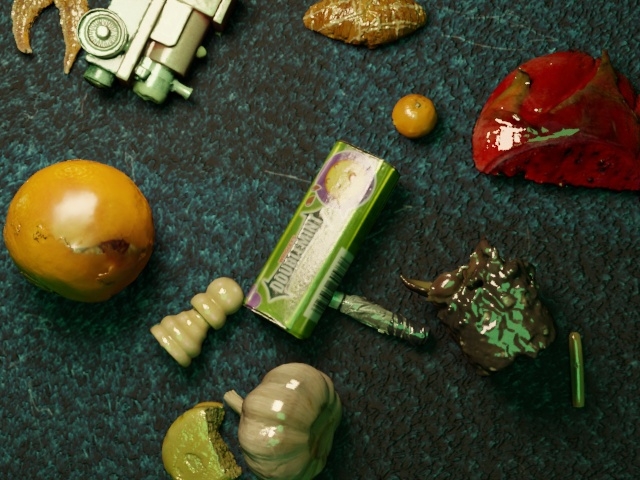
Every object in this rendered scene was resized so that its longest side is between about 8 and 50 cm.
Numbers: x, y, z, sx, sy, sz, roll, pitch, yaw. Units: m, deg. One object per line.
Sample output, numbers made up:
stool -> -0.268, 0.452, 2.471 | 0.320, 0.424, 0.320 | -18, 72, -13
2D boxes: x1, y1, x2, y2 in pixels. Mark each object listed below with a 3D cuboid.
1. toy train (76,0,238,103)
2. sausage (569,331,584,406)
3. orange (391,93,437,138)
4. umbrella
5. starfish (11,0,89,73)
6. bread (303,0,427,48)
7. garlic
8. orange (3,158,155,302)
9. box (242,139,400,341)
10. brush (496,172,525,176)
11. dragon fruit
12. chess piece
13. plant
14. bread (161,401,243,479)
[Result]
toy train -> -0.296, -0.390, 1.469 | 0.221, 0.150, 0.304 | 26, 90, -9
sausage -> 0.456, 0.229, 1.447 | 0.024, 0.024, 0.132 | -1, 85, 1
orange -> 0.171, -0.226, 1.476 | 0.084, 0.083, 0.083 | 0, 84, 1
umbrella -> 0.105, 0.138, 1.455 | 0.188, 0.050, 0.046 | 21, 105, 2
starfish -> -0.467, -0.488, 1.526 | 0.302, 0.060, 0.299 | -32, 82, -3
bread -> 0.083, -0.412, 1.501 | 0.233, 0.076, 0.104 | 0, 82, 2
garlic -> -0.085, 0.308, 1.384 | 0.212, 0.218, 0.218 | 10, 83, 31
orange -> -0.405, -0.015, 1.379 | 0.246, 0.246, 0.246 | 0, 84, 1
box -> 0.000, 0.000, 1.435 | 0.134, 0.097, 0.345 | 29, 85, 23
brush -> 0.411, -0.152, 1.494 | 0.193, 0.016, 0.062 | -3, 84, 1
dragon fruit -> 0.450, -0.230, 1.456 | 0.344, 0.100, 0.282 | 5, 75, -2
chess piece -> -0.207, 0.138, 1.441 | 0.170, 0.094, 0.094 | -40, 85, -10
plant -> 0.288, 0.112, 1.390 | 0.204, 0.178, 0.234 | -33, 73, 9
bread -> -0.214, 0.367, 1.413 | 0.125, 0.086, 0.156 | -19, 81, 5
